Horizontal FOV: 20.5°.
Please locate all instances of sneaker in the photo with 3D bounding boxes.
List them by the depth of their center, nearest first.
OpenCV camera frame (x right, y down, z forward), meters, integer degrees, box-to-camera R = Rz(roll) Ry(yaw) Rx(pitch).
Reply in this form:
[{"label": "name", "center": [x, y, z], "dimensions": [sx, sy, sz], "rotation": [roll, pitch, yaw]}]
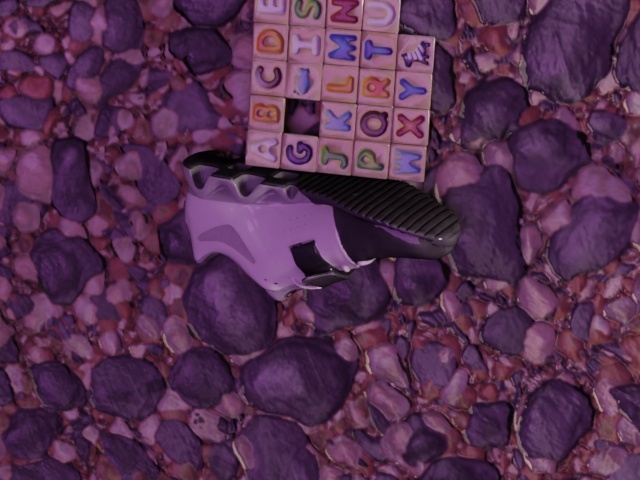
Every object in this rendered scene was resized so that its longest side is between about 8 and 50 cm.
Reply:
[{"label": "sneaker", "center": [0.000, 0.000, 1.930], "dimensions": [0.330, 0.122, 0.146], "rotation": [13, 111, 28]}]

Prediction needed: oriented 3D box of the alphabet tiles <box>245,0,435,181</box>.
[{"label": "alphabet tiles", "center": [0.022, -0.187, 1.893], "dimensions": [0.198, 0.009, 0.237], "rotation": [6, 104, 9]}]
